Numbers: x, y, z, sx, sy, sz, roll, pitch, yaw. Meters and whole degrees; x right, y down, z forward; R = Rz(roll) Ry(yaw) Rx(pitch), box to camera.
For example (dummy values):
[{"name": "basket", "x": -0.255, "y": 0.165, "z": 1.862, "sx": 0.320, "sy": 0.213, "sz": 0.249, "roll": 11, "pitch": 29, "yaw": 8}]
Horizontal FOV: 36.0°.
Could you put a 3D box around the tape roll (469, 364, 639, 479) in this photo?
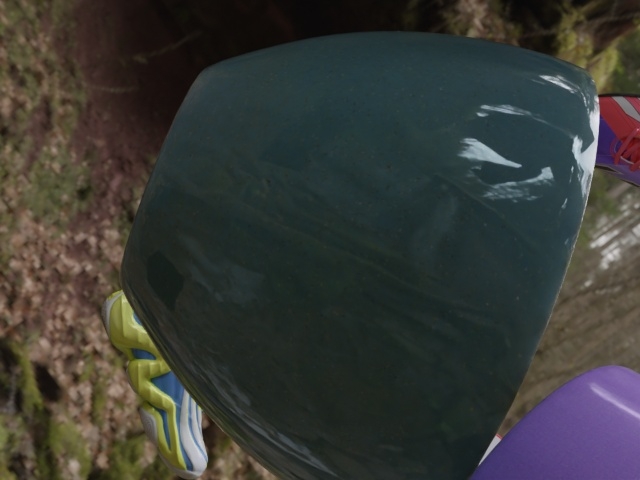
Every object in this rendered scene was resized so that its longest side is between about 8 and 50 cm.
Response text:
[{"name": "tape roll", "x": 0.150, "y": 0.214, "z": 0.576, "sx": 0.090, "sy": 0.275, "sz": 0.275, "roll": 29, "pitch": -19, "yaw": 37}]

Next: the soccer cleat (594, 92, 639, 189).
[{"name": "soccer cleat", "x": 0.427, "y": -0.082, "z": 1.146, "sx": 0.318, "sy": 0.108, "sz": 0.116, "roll": 24, "pitch": 32, "yaw": 13}]

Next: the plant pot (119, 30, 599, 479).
[{"name": "plant pot", "x": 0.000, "y": 0.000, "z": 0.568, "sx": 0.195, "sy": 0.290, "sz": 0.290, "roll": 21, "pitch": -1, "yaw": -4}]

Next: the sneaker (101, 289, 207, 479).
[{"name": "sneaker", "x": -0.153, "y": 0.155, "z": 1.130, "sx": 0.091, "sy": 0.126, "sz": 0.240, "roll": -113, "pitch": -179, "yaw": -76}]

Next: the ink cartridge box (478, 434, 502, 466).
[{"name": "ink cartridge box", "x": 0.066, "y": 0.251, "z": 0.747, "sx": 0.172, "sy": 0.100, "sz": 0.237, "roll": -149, "pitch": -113, "yaw": -74}]
